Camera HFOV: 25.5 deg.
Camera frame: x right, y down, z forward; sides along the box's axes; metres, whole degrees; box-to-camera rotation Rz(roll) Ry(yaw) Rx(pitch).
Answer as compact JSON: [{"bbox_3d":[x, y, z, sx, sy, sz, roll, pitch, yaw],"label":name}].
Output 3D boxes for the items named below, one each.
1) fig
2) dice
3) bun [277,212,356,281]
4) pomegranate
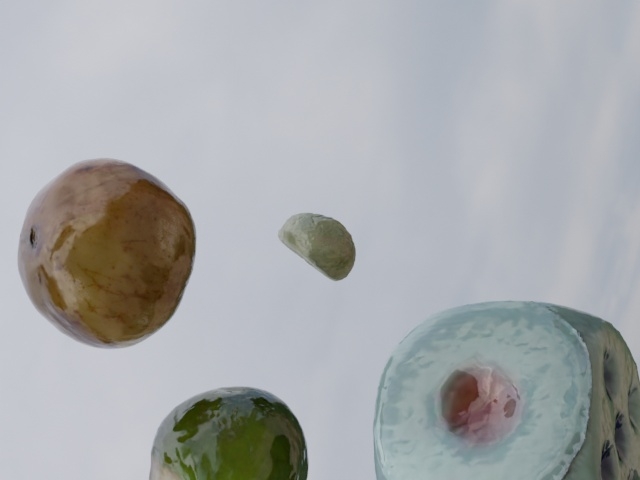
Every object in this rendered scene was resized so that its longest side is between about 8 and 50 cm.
[{"bbox_3d":[-0.110,0.306,1.725,0.275,0.206,0.206,-101,16,-67],"label":"fig"},{"bbox_3d":[0.229,0.238,1.674,0.262,0.268,0.264,46,-137,-53],"label":"dice"},{"bbox_3d":[0.000,0.000,1.865,0.069,0.115,0.115,-54,-23,-4],"label":"bun"},{"bbox_3d":[-0.270,0.017,1.810,0.248,0.248,0.248,15,-90,-69],"label":"pomegranate"}]
